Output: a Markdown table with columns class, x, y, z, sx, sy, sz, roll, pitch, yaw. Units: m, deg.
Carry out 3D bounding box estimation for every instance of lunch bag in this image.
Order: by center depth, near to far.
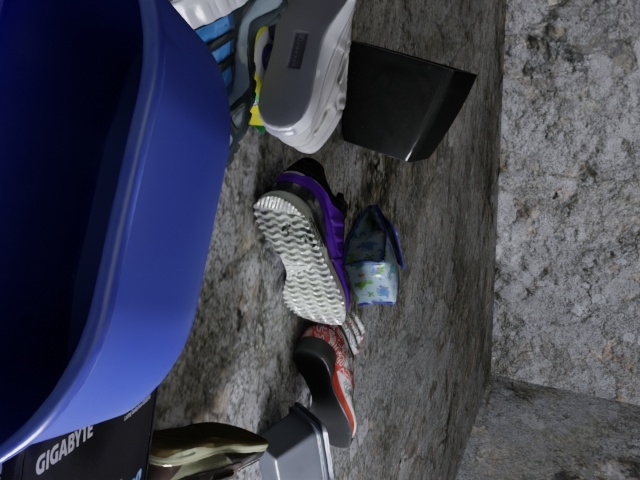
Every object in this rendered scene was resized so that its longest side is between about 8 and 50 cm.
| class | x | y | z | sx | sy | sz | roll | pitch | yaw |
| --- | --- | --- | --- | --- | --- | --- | --- | --- | --- |
| lunch bag | 0.104 | 0.027 | 1.371 | 0.151 | 0.096 | 0.128 | -80 | 160 | -43 |

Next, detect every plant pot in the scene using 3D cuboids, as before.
| class | x | y | z | sx | sy | sz | roll | pitch | yaw |
| --- | --- | --- | --- | --- | --- | --- | --- | --- | --- |
| plant pot | 0.138 | -0.232 | 1.252 | 0.187 | 0.188 | 0.166 | -23 | 131 | -64 |

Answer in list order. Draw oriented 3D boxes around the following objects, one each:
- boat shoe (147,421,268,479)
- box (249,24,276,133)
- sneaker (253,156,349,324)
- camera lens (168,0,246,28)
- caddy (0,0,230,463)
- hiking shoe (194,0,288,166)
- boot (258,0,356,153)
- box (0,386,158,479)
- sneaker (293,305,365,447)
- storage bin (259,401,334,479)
| class | x | y | z | sx | sy | sz | roll | pitch | yaw |
| --- | --- | --- | --- | --- | --- | --- | --- | --- | --- |
| boat shoe | -0.144 | 0.267 | 0.886 | 0.224 | 0.080 | 0.073 | 22 | 83 | -62 |
| box | -0.078 | -0.221 | 0.906 | 0.179 | 0.043 | 0.105 | 61 | 43 | -58 |
| sneaker | 0.001 | 0.000 | 1.092 | 0.293 | 0.102 | 0.146 | 75 | 32 | -44 |
| camera lens | -0.144 | -0.303 | 0.481 | 0.274 | 0.220 | 0.219 | 67 | 38 | -56 |
| caddy | -0.198 | -0.035 | 0.435 | 0.179 | 0.242 | 0.341 | 28 | 71 | -73 |
| hiking shoe | -0.130 | -0.191 | 0.746 | 0.132 | 0.113 | 0.303 | 15 | 97 | -29 |
| boot | -0.004 | -0.240 | 0.924 | 0.123 | 0.095 | 0.258 | 30 | 79 | -72 |
| box | -0.219 | 0.258 | 0.601 | 0.295 | 0.074 | 0.293 | -18 | 117 | -86 |
| sneaker | 0.034 | 0.231 | 1.271 | 0.145 | 0.090 | 0.270 | -56 | 144 | -42 |
| storage bin | -0.048 | 0.330 | 1.129 | 0.091 | 0.098 | 0.135 | -26 | 127 | -30 |
